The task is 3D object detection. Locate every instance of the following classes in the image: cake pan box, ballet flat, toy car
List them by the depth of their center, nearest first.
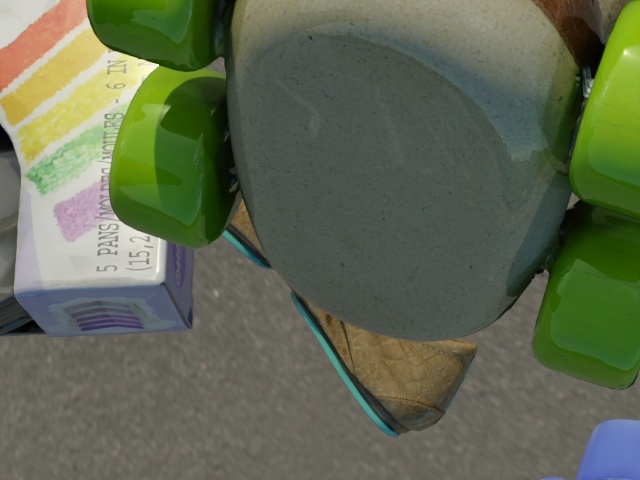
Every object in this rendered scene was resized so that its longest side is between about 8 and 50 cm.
[{"bbox_3d":[0.046,-0.078,0.504,0.155,0.149,0.188,18,55,11],"label":"toy car"},{"bbox_3d":[-0.180,-0.073,0.835,0.246,0.070,0.266,-2,67,9],"label":"cake pan box"},{"bbox_3d":[0.000,0.000,1.437,0.124,0.116,0.342,-43,81,9],"label":"ballet flat"}]

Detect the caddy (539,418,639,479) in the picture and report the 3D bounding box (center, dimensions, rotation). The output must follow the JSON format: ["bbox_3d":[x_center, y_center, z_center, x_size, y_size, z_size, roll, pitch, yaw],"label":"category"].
[{"bbox_3d":[0.359,0.355,1.893,0.341,0.179,0.241,34,124,-9],"label":"caddy"}]
